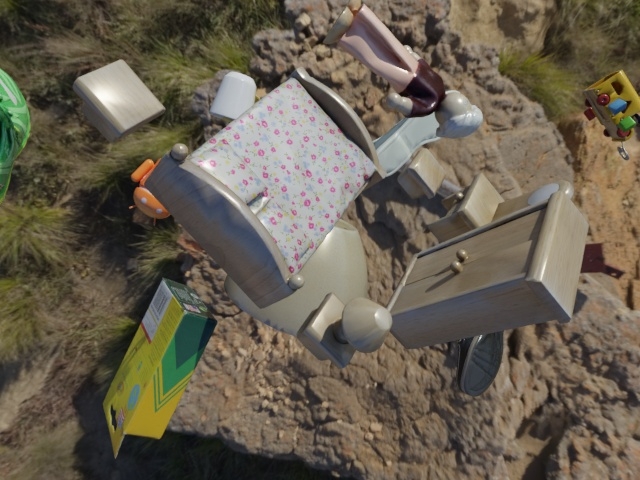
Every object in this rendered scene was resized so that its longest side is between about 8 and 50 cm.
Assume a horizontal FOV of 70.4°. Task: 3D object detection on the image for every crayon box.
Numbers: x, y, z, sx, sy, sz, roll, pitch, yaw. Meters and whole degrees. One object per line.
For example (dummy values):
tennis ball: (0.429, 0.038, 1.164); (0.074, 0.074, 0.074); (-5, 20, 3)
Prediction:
crayon box: (-0.349, 0.264, 0.966); (0.081, 0.202, 0.319); (27, 91, -35)

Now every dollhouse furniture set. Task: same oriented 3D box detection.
dollhouse furniture set: (0.051, -0.087, 0.398); (0.355, 0.173, 0.303); (48, 49, -11)

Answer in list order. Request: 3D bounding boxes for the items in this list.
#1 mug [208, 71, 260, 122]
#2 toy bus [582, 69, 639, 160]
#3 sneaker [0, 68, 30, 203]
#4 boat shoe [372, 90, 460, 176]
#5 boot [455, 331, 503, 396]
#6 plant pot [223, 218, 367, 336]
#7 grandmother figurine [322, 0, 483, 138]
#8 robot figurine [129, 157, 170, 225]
mug: (-0.120, -0.202, 0.650); (0.062, 0.078, 0.064); (15, 96, -6)
toy bus: (0.792, -0.347, 1.197); (0.104, 0.202, 0.191); (-34, 50, 17)
sneaker: (-0.487, -0.173, 0.664); (0.123, 0.109, 0.296); (-50, 47, 37)
boat shoe: (0.240, -0.297, 1.214); (0.319, 0.099, 0.116); (-41, 125, -6)
boot: (0.455, 0.315, 1.519); (0.138, 0.284, 0.378); (29, 68, -27)
plant pot: (-0.022, 0.043, 0.888); (0.284, 0.284, 0.191); (24, 101, 8)
grandmother figurine: (0.169, -0.308, 0.861); (0.342, 0.104, 0.208); (33, 59, -15)
robot figurine: (-0.467, -0.157, 1.362); (0.128, 0.158, 0.219); (27, 75, 23)
